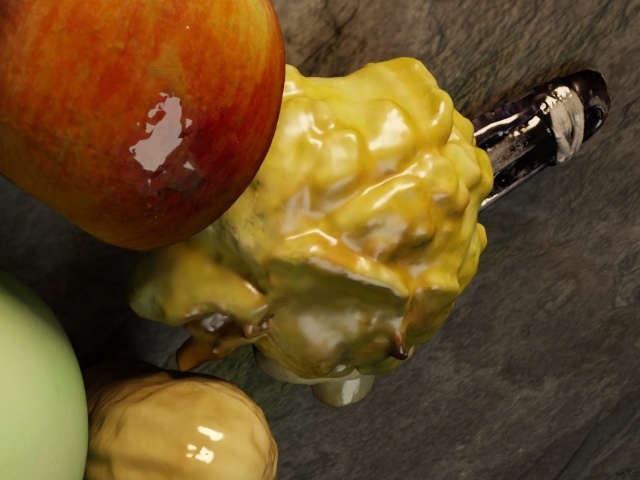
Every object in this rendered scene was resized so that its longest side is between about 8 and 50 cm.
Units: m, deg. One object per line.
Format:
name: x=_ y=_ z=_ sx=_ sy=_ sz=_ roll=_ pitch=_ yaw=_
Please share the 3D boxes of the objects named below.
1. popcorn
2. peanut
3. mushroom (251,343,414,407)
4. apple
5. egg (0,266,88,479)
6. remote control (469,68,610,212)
popcorn: x=0.000 y=0.000 z=0.873 sx=0.266 sy=0.192 sz=0.233 roll=-32 pitch=148 yaw=-5
peanut: x=-0.116 y=0.159 z=0.926 sx=0.147 sy=0.147 sz=0.319 roll=-20 pitch=-176 yaw=-23
mushroom: x=0.010 y=0.074 z=1.049 sx=0.148 sy=0.148 sz=0.112 roll=-19 pitch=107 yaw=-24
apple: x=-0.104 y=-0.090 z=0.712 sx=0.195 sy=0.160 sz=0.173 roll=30 pitch=91 yaw=-53
egg: x=-0.255 y=0.131 z=0.787 sx=0.220 sy=0.220 sz=0.269 roll=7 pitch=123 yaw=-47
remote control: x=0.132 y=-0.056 z=1.039 sx=0.266 sy=0.066 sz=0.090 roll=-27 pitch=153 yaw=-10
